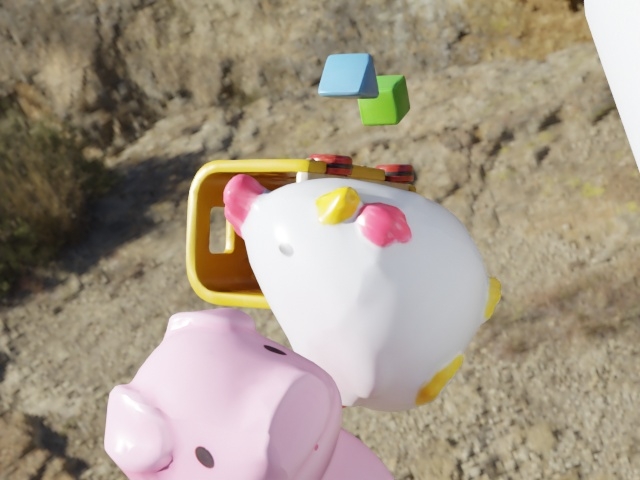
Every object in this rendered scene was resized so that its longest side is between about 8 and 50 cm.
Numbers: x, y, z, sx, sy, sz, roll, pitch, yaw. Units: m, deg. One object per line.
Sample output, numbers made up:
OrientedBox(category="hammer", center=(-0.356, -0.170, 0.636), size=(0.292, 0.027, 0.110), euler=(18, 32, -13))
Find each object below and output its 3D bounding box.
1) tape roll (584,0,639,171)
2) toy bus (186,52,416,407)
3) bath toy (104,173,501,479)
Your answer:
OrientedBox(category="tape roll", center=(0.224, -0.073, 0.298), size=(0.286, 0.286, 0.100), euler=(-18, 65, 13))
OrientedBox(category="toy bus", center=(-0.005, -0.005, 0.718), size=(0.104, 0.202, 0.191), euler=(3, 45, 27))
OrientedBox(category="bath toy", center=(-0.043, 0.095, 0.402), size=(0.348, 0.129, 0.151), euler=(-56, 8, -36))
